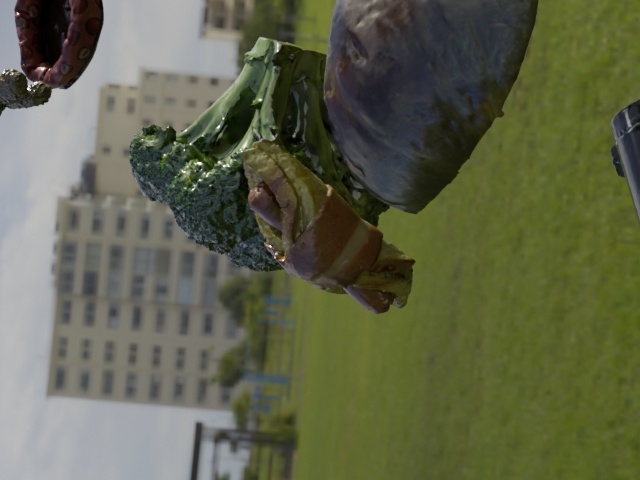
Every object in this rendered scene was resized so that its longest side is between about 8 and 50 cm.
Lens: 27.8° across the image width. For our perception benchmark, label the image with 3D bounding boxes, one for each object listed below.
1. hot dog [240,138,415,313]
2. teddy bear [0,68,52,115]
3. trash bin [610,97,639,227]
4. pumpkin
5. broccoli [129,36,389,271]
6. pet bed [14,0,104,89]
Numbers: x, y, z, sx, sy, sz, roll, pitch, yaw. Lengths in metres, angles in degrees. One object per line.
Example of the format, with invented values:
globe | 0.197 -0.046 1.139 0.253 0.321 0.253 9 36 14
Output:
hot dog | -0.002 0.003 1.379 0.093 0.261 0.123 -54 18 -17
teddy bear | -0.408 -0.176 1.535 0.119 0.160 0.077 7 -80 -72
trash bin | 0.496 -0.032 1.613 0.252 0.203 0.301 -31 66 51
pumpkin | 0.096 -0.183 1.185 0.169 0.148 0.312 -166 88 -76
broccoli | -0.065 -0.102 1.585 0.321 0.304 0.283 -2 -73 -59
pet bed | -0.353 -0.303 1.740 0.201 0.054 0.201 2 93 50
